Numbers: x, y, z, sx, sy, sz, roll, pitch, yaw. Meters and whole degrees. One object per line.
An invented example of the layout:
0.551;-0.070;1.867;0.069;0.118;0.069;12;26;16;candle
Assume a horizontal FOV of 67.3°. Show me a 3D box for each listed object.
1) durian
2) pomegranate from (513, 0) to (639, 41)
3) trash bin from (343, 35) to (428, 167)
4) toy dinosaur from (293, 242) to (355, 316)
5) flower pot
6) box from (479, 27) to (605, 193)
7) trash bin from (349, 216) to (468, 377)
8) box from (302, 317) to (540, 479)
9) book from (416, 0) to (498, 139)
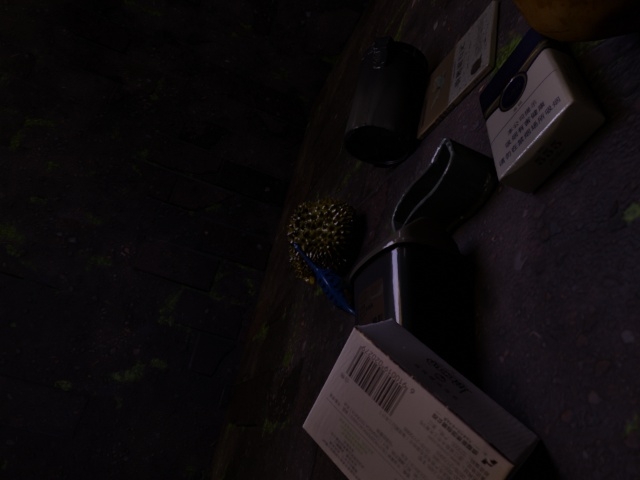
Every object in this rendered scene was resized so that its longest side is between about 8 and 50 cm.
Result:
-0.001;-0.009;1.596;0.258;0.258;0.293;-86;10;-50;durian
0.360;-0.389;0.608;0.264;0.264;0.264;-160;90;-77;pomegranate
0.191;-0.400;1.414;0.252;0.202;0.302;47;-127;-59;trash bin
0.040;0.135;1.432;0.076;0.144;0.329;-42;62;6;toy dinosaur
0.243;-0.084;0.967;0.103;0.108;0.229;-84;17;-44;flower pot
0.352;-0.224;0.800;0.168;0.071;0.259;122;161;-44;box
0.158;0.119;0.876;0.209;0.182;0.291;-46;33;50;trash bin
0.123;0.262;0.660;0.260;0.111;0.195;38;113;31;box
0.344;-0.423;1.232;0.310;0.021;0.217;135;151;-61;book
